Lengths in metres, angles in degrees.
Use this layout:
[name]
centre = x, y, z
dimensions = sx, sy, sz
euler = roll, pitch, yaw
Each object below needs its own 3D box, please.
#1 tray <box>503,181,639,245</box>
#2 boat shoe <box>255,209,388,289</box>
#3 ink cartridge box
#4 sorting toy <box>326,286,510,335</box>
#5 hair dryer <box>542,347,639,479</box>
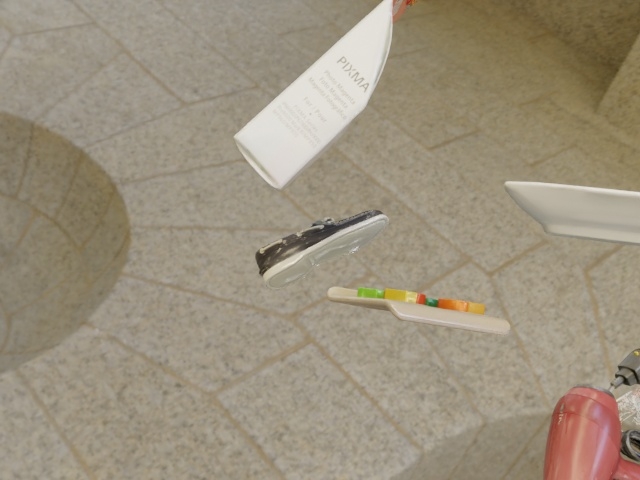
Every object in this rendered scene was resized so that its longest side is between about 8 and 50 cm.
[tray]
centre = 0.255, -0.005, 0.477
dimensions = 0.271, 0.145, 0.030
euler = 8, -87, 18
[boat shoe]
centre = 0.000, 0.000, 0.686
dimensions = 0.038, 0.125, 0.046
euler = 63, 5, 28
[ink cartridge box]
centre = 0.034, -0.134, 0.624
dimensions = 0.066, 0.232, 0.189
euler = 52, 0, -4
[sorting toy]
centre = 0.135, 0.092, 1.083
dimensions = 0.208, 0.193, 0.038
euler = 7, -94, 66
[hair dryer]
centre = 0.361, 0.267, 0.889
dimensions = 0.223, 0.294, 0.080
euler = 62, -27, 11
